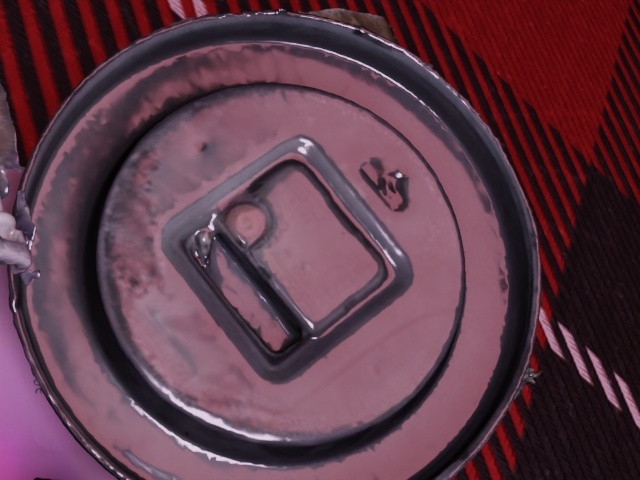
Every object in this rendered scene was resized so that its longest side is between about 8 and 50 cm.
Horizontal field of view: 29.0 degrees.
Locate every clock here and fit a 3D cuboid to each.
[{"bbox_3d":[-0.025,0.017,0.746,0.319,0.066,0.319,3,74,-12],"label":"clock"}]

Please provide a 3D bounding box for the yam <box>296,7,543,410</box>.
[{"bbox_3d":[0.000,0.000,0.922,0.241,0.241,0.348,-9,70,-47],"label":"yam"}]

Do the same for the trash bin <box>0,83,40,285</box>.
[{"bbox_3d":[-0.324,0.008,0.486,0.296,0.367,0.256,-6,67,-44],"label":"trash bin"}]

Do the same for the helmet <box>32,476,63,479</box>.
[{"bbox_3d":[-0.143,0.242,0.561,0.338,0.197,0.271,15,72,-31],"label":"helmet"}]

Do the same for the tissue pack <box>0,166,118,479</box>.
[{"bbox_3d":[-0.195,0.076,0.777,0.148,0.092,0.246,6,57,-39],"label":"tissue pack"}]
